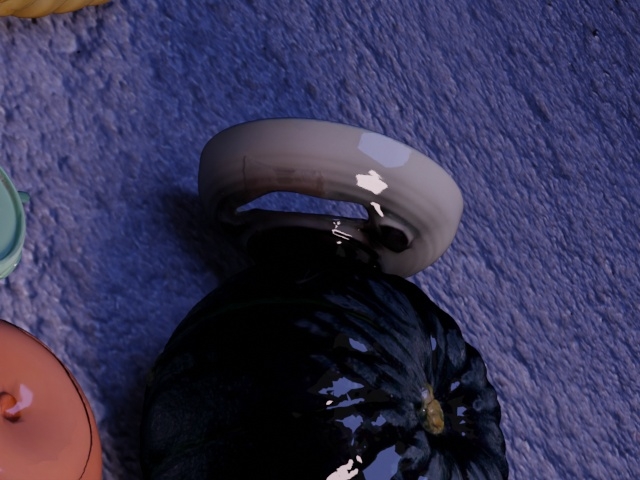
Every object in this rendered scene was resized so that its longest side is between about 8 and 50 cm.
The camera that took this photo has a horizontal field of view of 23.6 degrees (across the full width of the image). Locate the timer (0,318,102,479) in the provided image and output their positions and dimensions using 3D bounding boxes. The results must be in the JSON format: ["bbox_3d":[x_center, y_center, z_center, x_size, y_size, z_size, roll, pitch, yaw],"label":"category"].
[{"bbox_3d":[-0.274,0.165,1.069,0.230,0.215,0.229,37,32,-28],"label":"timer"}]

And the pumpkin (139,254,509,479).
[{"bbox_3d":[0.011,0.190,1.368,0.363,0.266,0.363,39,35,-34],"label":"pumpkin"}]

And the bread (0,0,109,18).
[{"bbox_3d":[-0.279,-0.306,1.525,0.311,0.121,0.172,-18,81,-56],"label":"bread"}]

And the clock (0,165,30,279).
[{"bbox_3d":[-0.319,-0.024,1.295,0.159,0.066,0.211,50,33,-13],"label":"clock"}]

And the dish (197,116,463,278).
[{"bbox_3d":[0.000,0.000,1.532,0.273,0.273,0.133,31,58,-35],"label":"dish"}]
